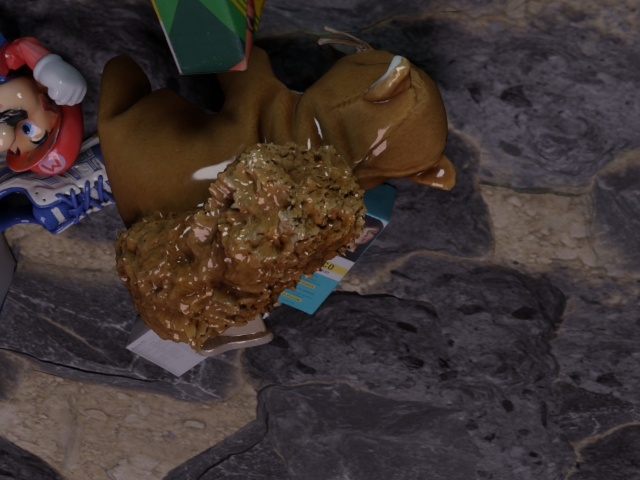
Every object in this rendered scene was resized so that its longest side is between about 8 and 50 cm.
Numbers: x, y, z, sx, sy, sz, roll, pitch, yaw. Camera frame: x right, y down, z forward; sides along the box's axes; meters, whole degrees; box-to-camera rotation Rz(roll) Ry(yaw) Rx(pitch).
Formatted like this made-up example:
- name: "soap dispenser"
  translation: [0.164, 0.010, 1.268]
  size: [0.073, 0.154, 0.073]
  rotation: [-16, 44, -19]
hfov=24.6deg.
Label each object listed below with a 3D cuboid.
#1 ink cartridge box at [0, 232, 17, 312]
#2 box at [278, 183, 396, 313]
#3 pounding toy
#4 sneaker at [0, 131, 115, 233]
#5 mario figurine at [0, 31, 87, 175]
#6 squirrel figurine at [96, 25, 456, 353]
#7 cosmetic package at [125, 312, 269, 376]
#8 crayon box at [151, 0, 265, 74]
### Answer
- name: "ink cartridge box"
  translation: [-0.661, 0.001, 2.057]
  size: [0.395, 0.151, 0.270]
  rotation: [4, 140, 14]
- name: "box"
  translation: [0.000, 0.000, 1.938]
  size: [0.100, 0.060, 0.244]
  rotation: [23, 141, -12]
- name: "pounding toy"
  translation: [-0.133, 0.055, 1.948]
  size: [0.154, 0.269, 0.155]
  rotation: [-27, 135, -10]
- name: "sneaker"
  translation: [-0.307, -0.062, 1.894]
  size: [0.296, 0.131, 0.112]
  rotation: [-7, 136, 21]
- name: "mario figurine"
  translation: [-0.404, -0.191, 1.723]
  size: [0.320, 0.170, 0.198]
  rotation: [50, 163, -27]
- name: "squirrel figurine"
  translation: [-0.036, -0.061, 1.626]
  size: [0.370, 0.397, 0.281]
  rotation: [-14, 126, 11]
- name: "cosmetic package"
  translation: [-0.175, 0.110, 2.120]
  size: [0.099, 0.060, 0.239]
  rotation: [31, 138, -24]
- name: "crayon box"
  translation: [-0.127, -0.346, 1.439]
  size: [0.081, 0.202, 0.318]
  rotation: [-1, 140, 16]
